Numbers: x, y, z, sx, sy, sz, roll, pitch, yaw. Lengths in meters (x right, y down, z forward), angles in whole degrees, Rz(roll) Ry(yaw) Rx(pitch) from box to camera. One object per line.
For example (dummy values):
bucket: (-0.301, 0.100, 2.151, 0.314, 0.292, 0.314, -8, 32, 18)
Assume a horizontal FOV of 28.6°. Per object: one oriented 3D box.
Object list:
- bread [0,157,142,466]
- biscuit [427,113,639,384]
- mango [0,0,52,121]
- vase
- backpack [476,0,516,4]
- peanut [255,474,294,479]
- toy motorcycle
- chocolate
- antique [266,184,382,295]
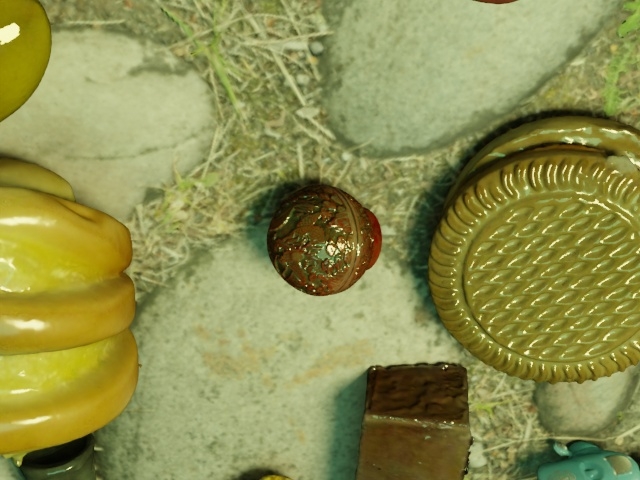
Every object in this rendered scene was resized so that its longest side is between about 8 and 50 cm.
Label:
bread: (-0.308, 0.063, 1.063, 0.315, 0.211, 0.270, 1, 120, -9)
biscuit: (0.222, 0.012, 1.137, 0.259, 0.079, 0.259, 4, 120, 6)
mango: (-0.373, -0.127, 0.971, 0.331, 0.142, 0.195, -3, 157, -9)
vase: (-0.244, 0.304, 1.278, 0.115, 0.115, 0.237, -8, 119, 0)
backpack: (0.131, -0.282, 0.930, 0.229, 0.139, 0.229, -1, 119, -2)
peanut: (-0.095, 0.314, 1.302, 0.206, 0.087, 0.087, -39, 116, 19)
toy motorcycle: (0.265, 0.315, 1.316, 0.182, 0.123, 0.272, 24, 116, -29)
chocolate: (0.082, 0.280, 1.288, 0.112, 0.112, 0.321, 5, 121, 2)
antique: (0.000, 0.000, 1.113, 0.104, 0.104, 0.104, -2, 121, -3)
